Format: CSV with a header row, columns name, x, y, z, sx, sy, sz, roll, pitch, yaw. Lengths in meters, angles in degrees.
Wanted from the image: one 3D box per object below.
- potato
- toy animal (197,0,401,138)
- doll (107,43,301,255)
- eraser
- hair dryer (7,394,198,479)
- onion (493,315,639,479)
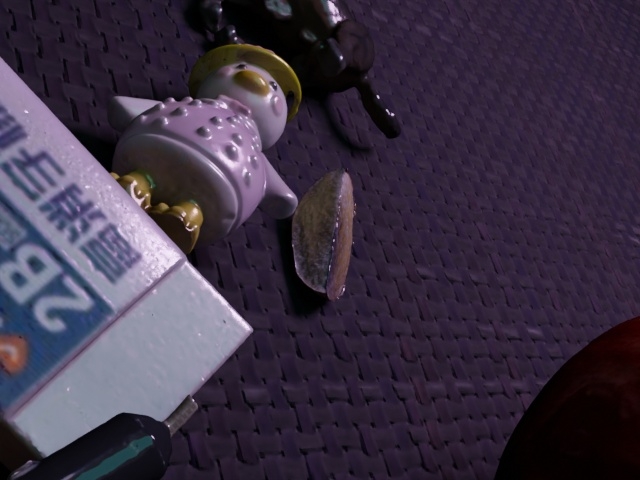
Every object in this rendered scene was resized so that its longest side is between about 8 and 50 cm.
name,x,y,z,sx,sy,sz,roll,pitch,yaw
potato,0.000,0.000,0.620,0.037,0.036,0.093,54,41,-61
toy animal,-0.013,-0.180,0.704,0.148,0.084,0.232,-21,72,-50
doll,-0.065,-0.061,0.563,0.129,0.081,0.207,29,41,-1
eraser,-0.147,0.011,0.429,0.210,0.068,0.124,47,52,-4
hair dryer,-0.139,0.107,0.333,0.219,0.071,0.124,-27,81,-31
onion,0.239,0.191,0.481,0.341,0.341,0.341,24,46,-28
